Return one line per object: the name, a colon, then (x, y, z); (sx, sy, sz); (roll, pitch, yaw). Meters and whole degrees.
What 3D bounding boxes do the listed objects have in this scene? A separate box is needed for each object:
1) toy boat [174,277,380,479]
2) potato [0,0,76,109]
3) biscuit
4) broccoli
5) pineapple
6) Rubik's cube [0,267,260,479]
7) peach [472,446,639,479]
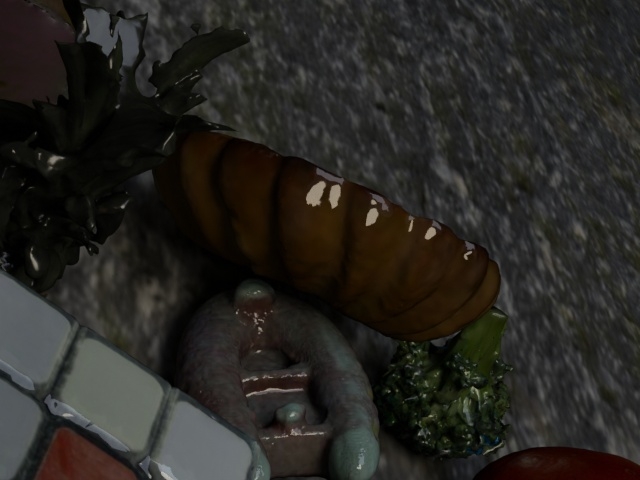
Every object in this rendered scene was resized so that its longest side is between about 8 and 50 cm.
toy boat: (-0.037, 0.107, 0.992); (0.155, 0.085, 0.227); (-5, 33, -14)
potato: (-0.297, -0.200, 0.964); (0.229, 0.229, 0.266); (19, 40, -39)
biscuit: (0.000, 0.000, 1.076); (0.326, 0.326, 0.107); (28, 84, -31)
broccoli: (0.126, 0.126, 1.176); (0.167, 0.160, 0.154); (21, 15, -22)
pineapple: (-0.188, -0.024, 0.767); (0.165, 0.364, 0.165); (37, 30, -26)
Rubik's cube: (-0.217, 0.182, 0.624); (0.259, 0.256, 0.253); (38, 35, -20)
peach: (0.220, 0.285, 1.091); (0.244, 0.199, 0.243); (24, 37, -20)
